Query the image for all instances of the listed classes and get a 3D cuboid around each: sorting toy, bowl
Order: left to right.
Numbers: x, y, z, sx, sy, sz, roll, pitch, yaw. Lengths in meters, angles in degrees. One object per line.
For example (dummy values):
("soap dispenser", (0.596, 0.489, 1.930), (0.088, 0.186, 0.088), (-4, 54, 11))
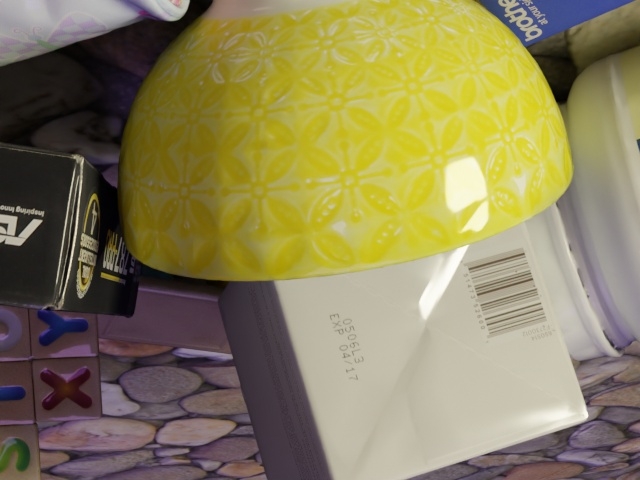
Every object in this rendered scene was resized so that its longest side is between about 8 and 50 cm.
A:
("sorting toy", (-0.145, 0.068, 1.089), (0.348, 0.047, 0.196), (10, 156, -20))
("bowl", (0.002, -0.100, 0.641), (0.290, 0.289, 0.156), (-8, 109, 7))

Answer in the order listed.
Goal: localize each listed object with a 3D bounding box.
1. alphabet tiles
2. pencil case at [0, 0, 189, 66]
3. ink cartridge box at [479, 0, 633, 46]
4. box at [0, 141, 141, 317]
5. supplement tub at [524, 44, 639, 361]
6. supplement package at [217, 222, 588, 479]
("alphabet tiles", (-0.363, 0.079, 0.879), (0.343, 0.285, 0.011), (-2, -170, -5))
("pencil case", (-0.211, -0.152, 0.590), (0.273, 0.113, 0.124), (-11, 175, 11))
("ink cartridge box", (0.117, -0.199, 0.621), (0.097, 0.046, 0.207), (-20, 148, 29))
("box", (-0.328, -0.019, 0.678), (0.395, 0.097, 0.318), (8, 176, -3))
("supplement tub", (0.315, -0.046, 0.734), (0.325, 0.235, 0.235), (-17, 150, 22))
("supplement package", (0.039, 0.081, 0.781), (0.175, 0.177, 0.293), (-15, 172, -14))
